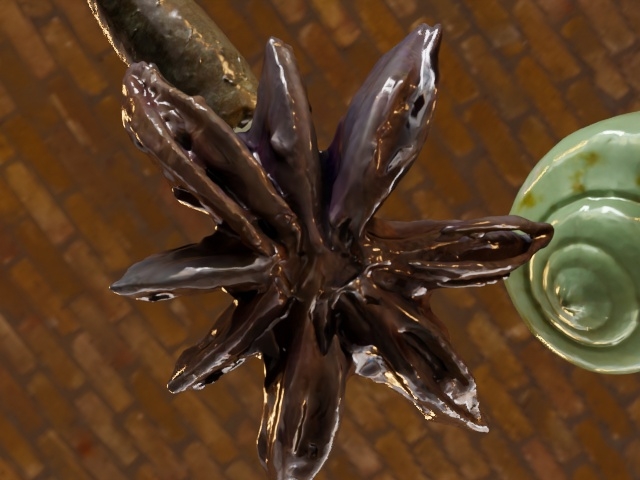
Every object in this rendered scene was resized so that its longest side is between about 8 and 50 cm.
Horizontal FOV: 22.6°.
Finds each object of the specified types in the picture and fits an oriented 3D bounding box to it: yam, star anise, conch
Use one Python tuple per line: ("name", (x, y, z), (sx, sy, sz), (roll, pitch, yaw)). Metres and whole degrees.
("yam", (-0.112, -0.154, 0.894), (0.061, 0.061, 0.253), (-43, -105, 34))
("star anise", (0.000, 0.000, 0.742), (0.236, 0.093, 0.229), (33, -92, -6))
("conch", (0.206, 0.003, 0.855), (0.143, 0.250, 0.137), (53, -56, 29))
